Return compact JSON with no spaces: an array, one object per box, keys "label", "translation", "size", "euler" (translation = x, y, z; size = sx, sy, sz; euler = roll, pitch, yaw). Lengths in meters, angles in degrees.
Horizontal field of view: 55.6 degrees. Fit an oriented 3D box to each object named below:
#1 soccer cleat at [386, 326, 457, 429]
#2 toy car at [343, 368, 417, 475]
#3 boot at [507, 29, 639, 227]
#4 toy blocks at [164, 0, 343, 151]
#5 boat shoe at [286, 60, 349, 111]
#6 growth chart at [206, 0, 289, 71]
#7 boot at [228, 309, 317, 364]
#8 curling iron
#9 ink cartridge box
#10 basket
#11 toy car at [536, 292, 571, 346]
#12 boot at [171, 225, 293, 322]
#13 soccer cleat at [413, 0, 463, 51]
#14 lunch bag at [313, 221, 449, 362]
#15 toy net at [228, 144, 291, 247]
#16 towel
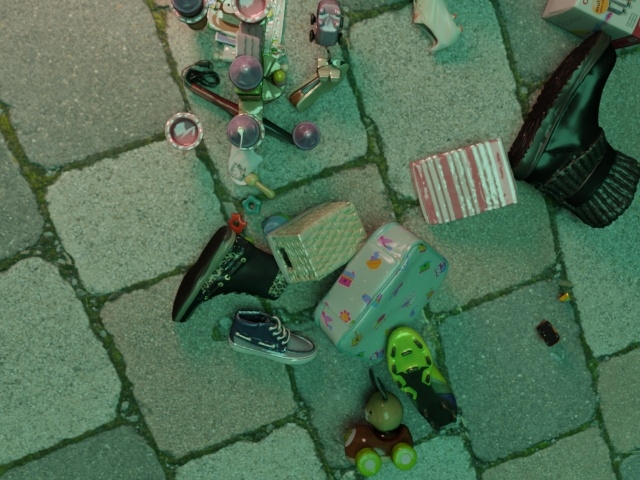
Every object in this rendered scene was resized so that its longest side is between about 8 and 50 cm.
[{"label":"soccer cleat","translation":[0.206,0.279,1.284],"size":[0.094,0.121,0.289],"euler":[-26,120,9]},{"label":"toy car","translation":[0.119,0.376,1.297],"size":[0.149,0.155,0.188],"euler":[-6,92,-8]},{"label":"boot","translation":[0.569,-0.222,1.259],"size":[0.260,0.131,0.347],"euler":[26,106,-6]},{"label":"toy blocks","translation":[-0.106,-0.290,1.031],"size":[0.309,0.260,0.288],"euler":[2,96,-5]},{"label":"boat shoe","translation":[-0.005,-0.312,1.199],"size":[0.137,0.049,0.043],"euler":[-40,66,-3]},{"label":"growth chart","translation":[-0.142,-0.449,1.164],"size":[0.172,0.021,0.237],"euler":[1,99,-8]},{"label":"boot","translation":[-0.092,0.198,1.252],"size":[0.190,0.069,0.086],"euler":[10,126,-10]},{"label":"curling iron","translation":[-0.148,-0.260,1.189],"size":[0.274,0.035,0.068],"euler":[34,94,-13]},{"label":"ink cartridge box","translation":[0.569,-0.482,1.216],"size":[0.176,0.127,0.128],"euler":[19,97,-11]},{"label":"basket","translation":[0.000,0.000,1.192],"size":[0.167,0.103,0.113],"euler":[-34,106,-34]},{"label":"toy car","translation":[0.545,0.184,1.374],"size":[0.041,0.060,0.122],"euler":[26,104,-44]},{"label":"boot","translation":[-0.177,0.098,1.223],"size":[0.179,0.085,0.236],"euler":[25,113,-27]},{"label":"soccer cleat","translation":[0.208,-0.468,1.194],"size":[0.076,0.068,0.196],"euler":[-31,105,5]},{"label":"lunch bag","translation":[0.126,0.112,1.225],"size":[0.279,0.108,0.224],"euler":[-53,145,5]},{"label":"toy net","translation":[-0.138,-0.087,1.223],"size":[0.122,0.045,0.232],"euler":[-14,101,23]},{"label":"towel","translation":[0.298,-0.121,1.261],"size":[0.197,0.029,0.144],"euler":[-15,102,14]}]
